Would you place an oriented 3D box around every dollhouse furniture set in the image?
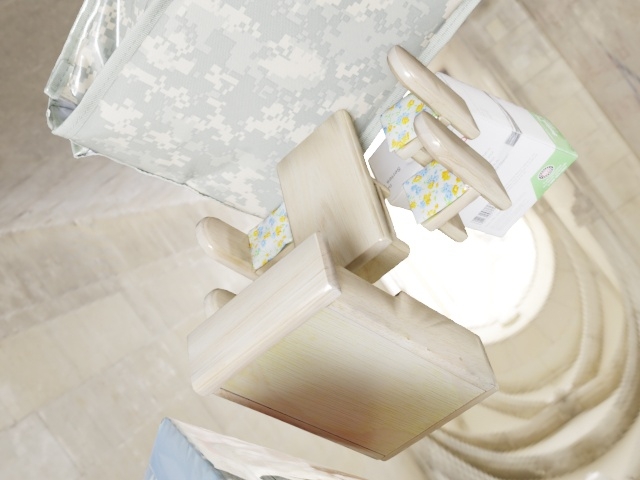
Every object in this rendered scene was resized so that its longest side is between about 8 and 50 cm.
[{"bbox_3d":[0.000,0.000,0.611,0.212,0.161,0.242,-39,-138,24],"label":"dollhouse furniture set"}]

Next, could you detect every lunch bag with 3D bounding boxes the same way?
[{"bbox_3d":[-0.057,-0.161,0.732,0.235,0.169,0.287,22,114,-36],"label":"lunch bag"}]

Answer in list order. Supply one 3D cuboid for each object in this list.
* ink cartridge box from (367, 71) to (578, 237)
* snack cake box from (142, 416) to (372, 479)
[{"bbox_3d":[0.195,-0.105,1.182,0.219,0.092,0.160,15,127,-37],"label":"ink cartridge box"},{"bbox_3d":[-0.007,0.159,0.442,0.264,0.152,0.089,159,-52,-75],"label":"snack cake box"}]
